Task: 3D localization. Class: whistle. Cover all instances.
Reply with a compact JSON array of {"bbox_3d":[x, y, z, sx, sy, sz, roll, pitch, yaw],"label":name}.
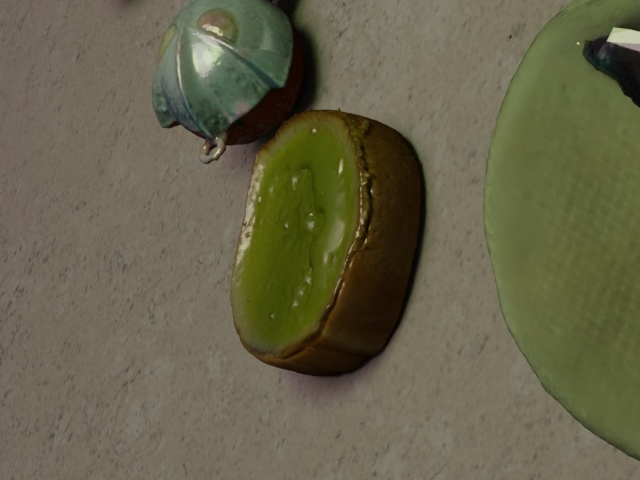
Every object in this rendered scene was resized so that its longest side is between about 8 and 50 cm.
[{"bbox_3d":[-0.077,-0.215,1.784,0.142,0.134,0.346,-39,33,50],"label":"whistle"}]

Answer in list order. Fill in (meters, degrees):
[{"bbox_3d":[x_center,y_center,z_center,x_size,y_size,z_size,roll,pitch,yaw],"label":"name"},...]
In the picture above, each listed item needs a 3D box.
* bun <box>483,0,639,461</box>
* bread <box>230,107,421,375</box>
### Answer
[{"bbox_3d":[0.239,-0.011,1.053,0.293,0.187,0.293,22,120,45],"label":"bun"},{"bbox_3d":[0.000,0.000,1.573,0.236,0.070,0.236,-36,47,49],"label":"bread"}]
